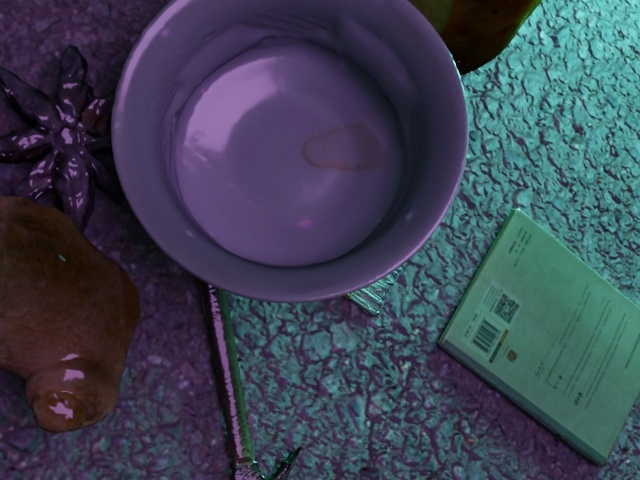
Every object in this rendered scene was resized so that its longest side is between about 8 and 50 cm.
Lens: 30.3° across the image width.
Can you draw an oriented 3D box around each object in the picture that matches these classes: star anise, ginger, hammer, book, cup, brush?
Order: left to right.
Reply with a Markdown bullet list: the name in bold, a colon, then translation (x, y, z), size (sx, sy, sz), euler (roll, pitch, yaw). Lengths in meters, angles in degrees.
- **ginger**: translation (-0.275, 0.072, 1.091), size (0.276, 0.130, 0.221), euler (-6, 80, -46)
- **star anise**: translation (-0.264, -0.100, 1.183), size (0.181, 0.061, 0.204), euler (23, 75, -24)
- **hammer**: translation (-0.099, 0.136, 1.264), size (0.125, 0.027, 0.297), euler (-12, 89, -28)
- **cup**: translation (-0.030, -0.097, 1.216), size (0.347, 0.163, 0.347), euler (0, 79, -1)
- **brush**: translation (0.000, 0.000, 1.338), size (0.218, 0.010, 0.082), euler (35, 70, -20)
- **book**: translation (0.295, 0.121, 1.472), size (0.283, 0.025, 0.215), euler (39, 69, -18)

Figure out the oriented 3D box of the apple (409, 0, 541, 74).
- **apple**: translation (0.115, -0.375, 1.289), size (0.374, 0.374, 0.384), euler (24, 114, -23)
